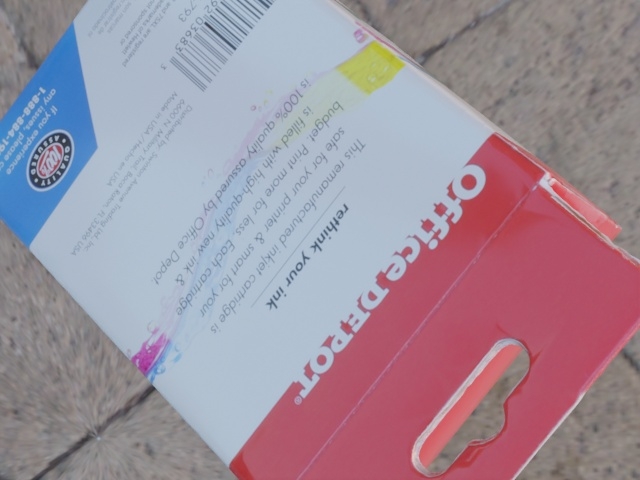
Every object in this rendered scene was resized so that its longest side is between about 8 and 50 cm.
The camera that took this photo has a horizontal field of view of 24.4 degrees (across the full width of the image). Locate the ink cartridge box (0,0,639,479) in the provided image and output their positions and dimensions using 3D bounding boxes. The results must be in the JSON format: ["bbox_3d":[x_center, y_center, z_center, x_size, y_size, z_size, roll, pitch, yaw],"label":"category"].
[{"bbox_3d":[0.000,0.000,0.499,0.231,0.078,0.134,43,100,29],"label":"ink cartridge box"}]
